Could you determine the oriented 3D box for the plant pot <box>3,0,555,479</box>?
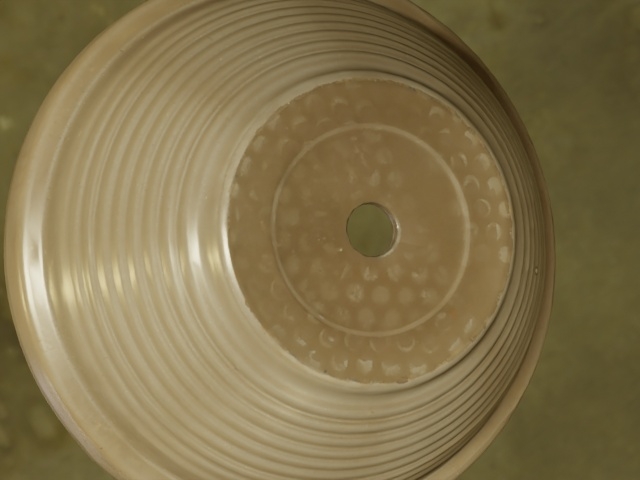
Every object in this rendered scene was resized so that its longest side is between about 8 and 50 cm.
[{"bbox_3d":[0.000,0.000,0.713,0.237,0.237,0.110,66,160,-3],"label":"plant pot"}]
